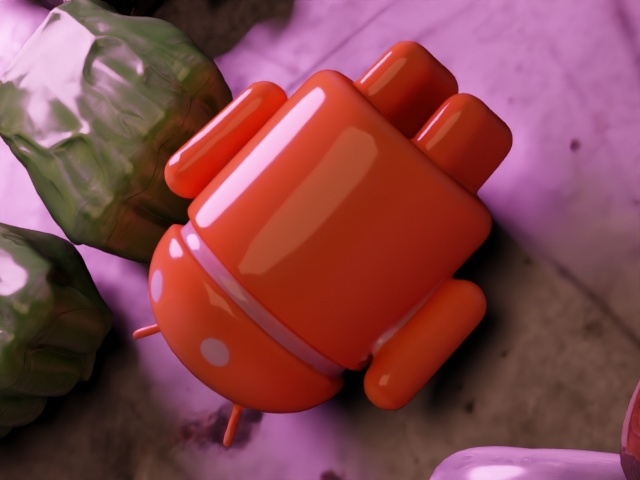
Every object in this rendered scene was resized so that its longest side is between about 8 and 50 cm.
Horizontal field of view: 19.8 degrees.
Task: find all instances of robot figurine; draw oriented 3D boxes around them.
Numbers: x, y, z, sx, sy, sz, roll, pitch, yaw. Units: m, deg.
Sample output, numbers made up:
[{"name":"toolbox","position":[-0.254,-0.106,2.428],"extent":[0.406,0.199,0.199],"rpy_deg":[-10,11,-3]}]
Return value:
[{"name":"robot figurine","position":[0.001,0.001,0.952],"extent":[0.219,0.158,0.128],"rpy_deg":[-46,17,7]}]

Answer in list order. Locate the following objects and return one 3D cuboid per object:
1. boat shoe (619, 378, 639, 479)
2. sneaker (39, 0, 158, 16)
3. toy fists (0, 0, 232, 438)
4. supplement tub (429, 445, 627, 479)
[{"name":"boat shoe","position":[0.236,0.004,0.715],"extent":[0.122,0.120,0.324],"rpy_deg":[34,47,29]},{"name":"sneaker","position":[-0.158,-0.178,1.142],"extent":[0.234,0.078,0.106],"rpy_deg":[-6,66,26]},{"name":"toy fists","position":[-0.154,-0.003,1.066],"extent":[0.279,0.096,0.142],"rpy_deg":[-53,45,4]},{"name":"supplement tub","position":[0.111,0.266,0.739],"extent":[0.207,0.207,0.338],"rpy_deg":[4,74,31]}]
